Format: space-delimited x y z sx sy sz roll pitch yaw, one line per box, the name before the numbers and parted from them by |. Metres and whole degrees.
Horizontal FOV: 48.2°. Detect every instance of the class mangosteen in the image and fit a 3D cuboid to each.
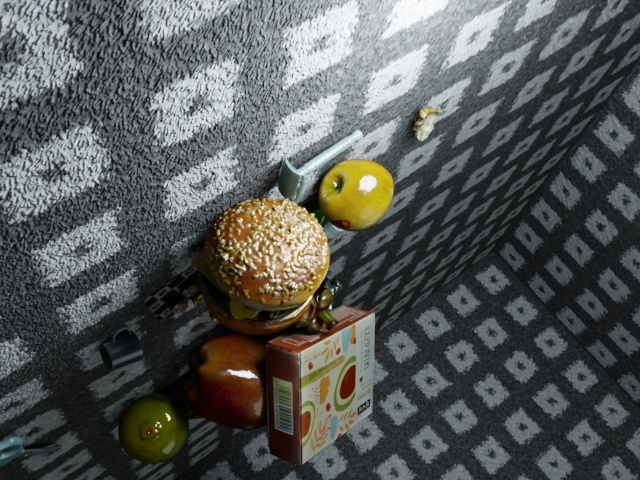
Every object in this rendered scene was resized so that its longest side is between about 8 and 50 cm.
mangosteen | -0.054 0.170 2.009 0.211 0.250 0.211 -55 165 -23

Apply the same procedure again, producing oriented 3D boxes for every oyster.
oyster | 0.268 -0.307 1.815 0.103 0.051 0.148 -49 173 -4

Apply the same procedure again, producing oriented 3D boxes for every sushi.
sushi | -0.311 0.127 1.729 0.210 0.040 0.192 -36 162 -12

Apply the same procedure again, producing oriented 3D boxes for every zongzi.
zongzi | -0.355 0.555 2.328 0.251 0.274 0.125 -34 -167 -1

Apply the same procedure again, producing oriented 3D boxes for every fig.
fig | -0.497 0.559 2.164 0.207 0.207 0.230 -43 180 12

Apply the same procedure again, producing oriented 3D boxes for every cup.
cup | -0.470 0.249 1.676 0.077 0.078 0.100 -21 121 -36

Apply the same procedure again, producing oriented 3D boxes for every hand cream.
hand cream | 0.000 0.000 2.056 0.076 0.047 0.174 -20 163 -48

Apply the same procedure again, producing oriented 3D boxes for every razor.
razor | 0.006 -0.185 1.596 0.232 0.068 0.106 -37 165 -29

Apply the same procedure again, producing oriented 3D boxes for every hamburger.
hamburger | -0.123 0.048 1.553 0.291 0.291 0.225 -30 156 -28

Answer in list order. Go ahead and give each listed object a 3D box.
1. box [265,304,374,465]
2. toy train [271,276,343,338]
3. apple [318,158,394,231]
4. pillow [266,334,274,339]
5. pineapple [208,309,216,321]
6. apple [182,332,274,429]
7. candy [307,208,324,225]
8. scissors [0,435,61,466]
box | 0.008 0.415 2.118 0.385 0.122 0.344 -19 114 -51
toy train | -0.062 0.183 2.182 0.269 0.154 0.115 -38 165 -5
apple | 0.081 -0.112 1.724 0.155 0.182 0.182 22 122 -37
pillow | -0.125 0.442 2.342 0.109 0.305 0.308 8 165 -30
pineapple | -0.240 0.169 1.931 0.137 0.069 0.116 -34 162 -13
apple | -0.241 0.419 2.140 0.317 0.288 0.288 11 137 -24
candy | -0.054 -0.017 1.842 0.203 0.078 0.141 -32 162 -5
scissors | -0.780 0.550 1.848 0.191 0.029 0.360 -37 165 6
